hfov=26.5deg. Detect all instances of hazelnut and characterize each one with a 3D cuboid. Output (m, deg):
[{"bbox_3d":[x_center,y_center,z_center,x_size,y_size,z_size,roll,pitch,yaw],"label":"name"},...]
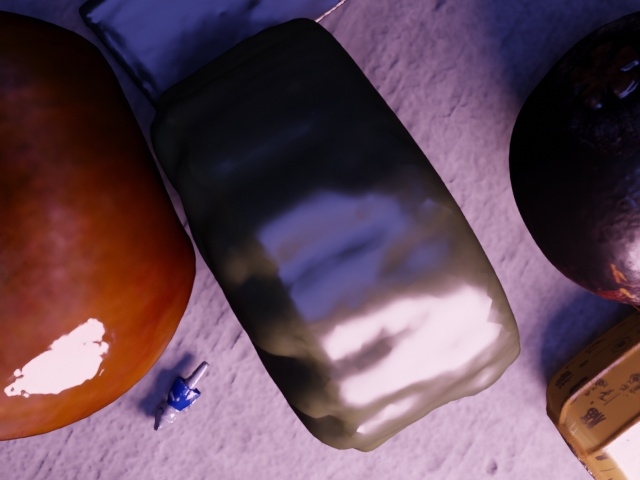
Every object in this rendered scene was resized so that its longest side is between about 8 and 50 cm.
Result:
[{"bbox_3d":[-0.282,-0.006,1.105,0.366,0.366,0.365,-1,102,-7],"label":"hazelnut"}]

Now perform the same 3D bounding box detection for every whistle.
[{"bbox_3d":[-0.135,0.151,1.315,0.029,0.033,0.083,36,94,-9],"label":"whistle"}]

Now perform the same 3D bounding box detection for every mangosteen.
[{"bbox_3d":[0.321,-0.057,1.231,0.275,0.275,0.302,-42,130,3],"label":"mangosteen"}]

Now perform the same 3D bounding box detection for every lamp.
[{"bbox_3d":[0.321,0.156,1.312,0.185,0.161,0.161,-35,103,3],"label":"lamp"}]

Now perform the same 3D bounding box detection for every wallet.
[{"bbox_3d":[-0.066,-0.239,1.247,0.285,0.030,0.146,-38,100,0],"label":"wallet"}]

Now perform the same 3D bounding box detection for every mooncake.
[{"bbox_3d":[0.000,0.000,1.138,0.194,0.356,0.356,-33,103,-4],"label":"mooncake"}]
